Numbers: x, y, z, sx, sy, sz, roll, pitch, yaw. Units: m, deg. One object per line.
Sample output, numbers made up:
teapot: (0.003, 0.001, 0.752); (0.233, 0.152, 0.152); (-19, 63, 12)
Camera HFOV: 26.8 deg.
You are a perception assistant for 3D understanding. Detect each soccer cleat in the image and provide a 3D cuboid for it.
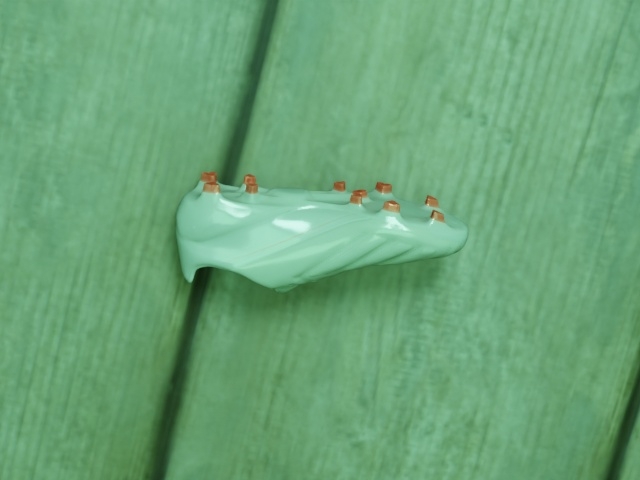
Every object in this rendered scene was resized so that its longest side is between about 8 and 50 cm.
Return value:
soccer cleat: (0.000, 0.000, 0.906); (0.196, 0.068, 0.076); (5, 107, -4)
